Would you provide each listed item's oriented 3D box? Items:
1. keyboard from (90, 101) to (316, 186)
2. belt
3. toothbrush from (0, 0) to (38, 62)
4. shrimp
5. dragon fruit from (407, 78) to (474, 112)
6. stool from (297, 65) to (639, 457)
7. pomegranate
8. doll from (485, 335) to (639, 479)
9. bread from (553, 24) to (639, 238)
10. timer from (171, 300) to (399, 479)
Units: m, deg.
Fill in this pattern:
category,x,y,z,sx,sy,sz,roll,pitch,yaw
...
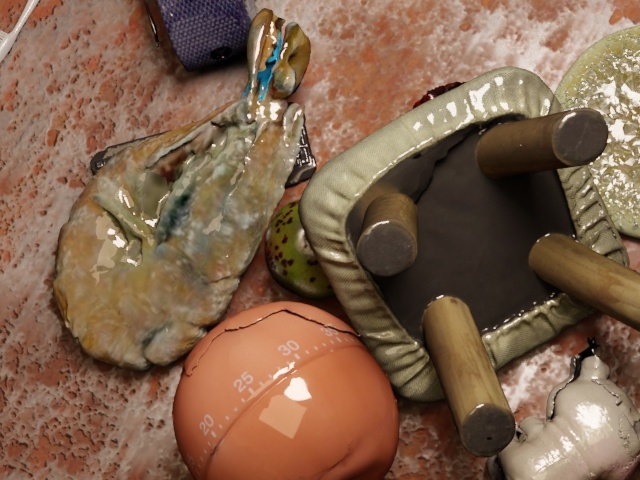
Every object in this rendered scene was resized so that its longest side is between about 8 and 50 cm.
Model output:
category,x,y,z,sx,sy,sz,roll,pitch,yaw
keyboard,-0.139,-0.090,1.818,0.262,0.016,0.106,-14,73,3
belt,-0.155,-0.316,1.826,0.126,0.139,0.230,-19,75,8
toothbrush,-0.332,-0.338,1.910,0.025,0.020,0.286,29,80,20
shrimp,-0.148,-0.058,1.759,0.221,0.110,0.445,33,92,15
dragon fruit,0.178,-0.092,1.730,0.092,0.122,0.192,-20,70,-14
stool,0.174,0.020,1.576,0.310,0.226,0.310,-31,108,-1
pomegranate,-0.002,0.002,1.720,0.130,0.130,0.130,-2,74,7
doll,0.268,0.217,1.641,0.192,0.095,0.149,-41,71,-2
bread,0.386,-0.128,1.749,0.267,0.040,0.267,-2,74,7
timer,-0.037,0.185,1.619,0.229,0.229,0.215,-36,65,-3
